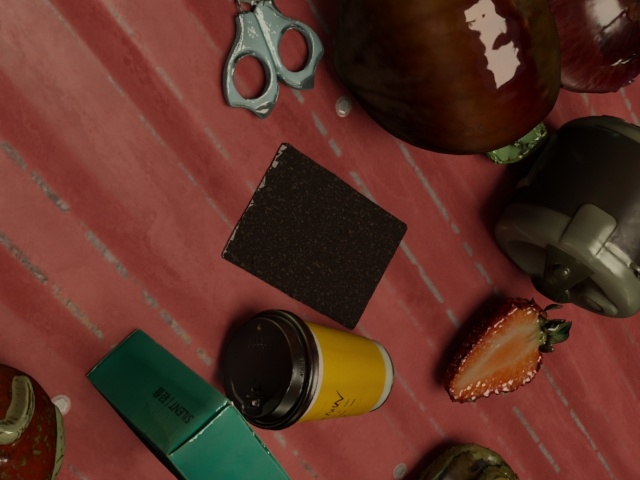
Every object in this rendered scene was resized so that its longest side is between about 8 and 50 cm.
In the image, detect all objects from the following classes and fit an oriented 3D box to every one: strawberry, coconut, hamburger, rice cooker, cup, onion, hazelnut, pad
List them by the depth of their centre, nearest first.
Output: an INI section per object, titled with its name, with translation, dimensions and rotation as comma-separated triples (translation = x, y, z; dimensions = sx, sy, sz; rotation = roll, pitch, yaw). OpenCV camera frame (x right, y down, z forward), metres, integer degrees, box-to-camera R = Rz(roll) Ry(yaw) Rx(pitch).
[hazelnut]
translation = 0.203, -0.324, 1.614
dimensions = 0.359, 0.359, 0.409
rotation = -40, 115, -20
[cup]
translation = -0.013, 0.218, 1.720
dimensions = 0.279, 0.196, 0.196
rotation = 10, 97, -45
[pad]
translation = 0.000, 0.000, 1.768
dimensions = 0.330, 0.004, 0.220
rotation = 33, 84, -38
[onion]
translation = 0.511, -0.436, 1.837
dimensions = 0.347, 0.285, 0.348
rotation = -3, 97, -28
[coconut]
translation = 0.343, -0.202, 1.925
dimensions = 0.158, 0.055, 0.133
rotation = 40, 81, -35
[rice cooker]
translation = 0.511, -0.032, 1.944
dimensions = 0.335, 0.335, 0.325
rotation = 42, 78, -37
[strawberry]
translation = 0.349, 0.204, 2.024
dimensions = 0.286, 0.106, 0.188
rotation = -28, 120, -11
[hamburger]
translation = 0.281, 0.546, 2.059
dimensions = 0.265, 0.134, 0.285
rotation = -41, 130, -23

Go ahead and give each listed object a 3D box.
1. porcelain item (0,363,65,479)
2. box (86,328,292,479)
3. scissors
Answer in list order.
[porcelain item]
translation = -0.451, 0.294, 1.388
dimensions = 0.253, 0.253, 0.253
rotation = -11, 110, -33
[box]
translation = -0.196, 0.277, 1.515
dimensions = 0.118, 0.311, 0.205
rotation = -44, 125, -16
[scissors]
translation = -0.110, -0.366, 1.564
dimensions = 0.191, 0.029, 0.360
rotation = -33, 121, -22
